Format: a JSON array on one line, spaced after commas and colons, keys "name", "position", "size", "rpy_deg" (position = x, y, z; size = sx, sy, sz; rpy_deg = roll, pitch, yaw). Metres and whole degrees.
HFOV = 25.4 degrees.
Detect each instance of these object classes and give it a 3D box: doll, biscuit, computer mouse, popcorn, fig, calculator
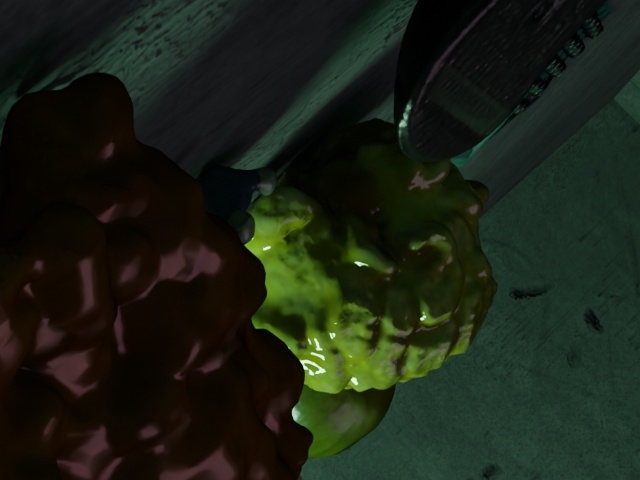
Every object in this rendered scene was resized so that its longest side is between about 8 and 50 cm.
[{"name": "doll", "position": [-0.067, -0.017, 0.943], "size": [0.083, 0.050, 0.076], "rpy_deg": [-52, -173, 45]}, {"name": "biscuit", "position": [-0.114, 0.133, 0.590], "size": [0.312, 0.111, 0.318], "rpy_deg": [-60, 144, -27]}, {"name": "computer mouse", "position": [0.127, -0.174, 0.941], "size": [0.264, 0.088, 0.147], "rpy_deg": [-44, 155, 8]}, {"name": "popcorn", "position": [0.034, 0.008, 1.129], "size": [0.235, 0.217, 0.181], "rpy_deg": [-48, -159, -12]}, {"name": "fig", "position": [-0.019, 0.161, 1.665], "size": [0.230, 0.207, 0.207], "rpy_deg": [-49, 171, 34]}, {"name": "calculator", "position": [0.209, -0.177, 1.509], "size": [0.274, 0.058, 0.248], "rpy_deg": [-46, 174, 12]}]

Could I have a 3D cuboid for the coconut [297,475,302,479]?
[{"name": "coconut", "position": [-0.124, 0.152, 0.829], "size": [0.241, 0.241, 0.241], "rpy_deg": [-42, 173, -6]}]
